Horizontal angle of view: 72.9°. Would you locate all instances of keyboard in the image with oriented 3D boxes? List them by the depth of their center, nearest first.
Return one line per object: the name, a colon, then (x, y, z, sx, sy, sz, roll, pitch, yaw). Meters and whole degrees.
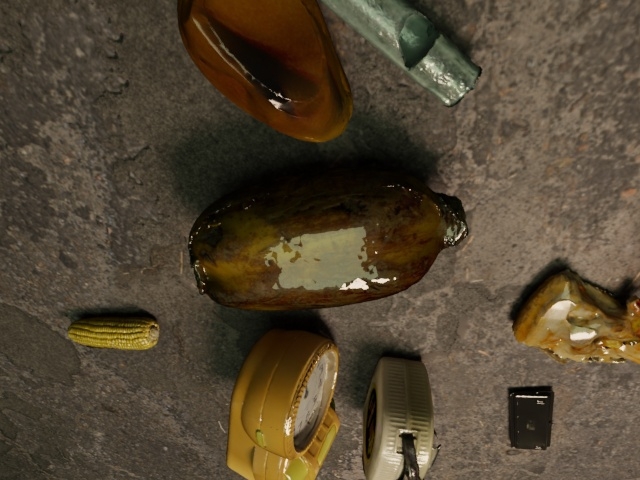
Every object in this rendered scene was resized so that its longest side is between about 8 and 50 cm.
keyboard: (0.473, 0.404, 0.970, 0.094, 0.025, 0.230, -6, 127, 16)

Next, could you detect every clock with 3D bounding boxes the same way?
clock: (-0.069, 0.319, 0.856, 0.200, 0.244, 0.317, 14, 127, 17)

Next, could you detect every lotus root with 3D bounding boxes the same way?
lotus root: (0.000, 0.000, 0.615, 0.397, 0.179, 0.196, -9, 125, 6)

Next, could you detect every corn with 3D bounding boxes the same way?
corn: (-0.438, 0.196, 0.920, 0.203, 0.072, 0.072, -1, 128, 12)

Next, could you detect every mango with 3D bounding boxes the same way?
mango: (-0.054, -0.206, 0.489, 0.236, 0.166, 0.136, 42, 82, -28)

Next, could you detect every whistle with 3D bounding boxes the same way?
whistle: (0.049, -0.265, 0.480, 0.312, 0.062, 0.062, 33, 126, -17)

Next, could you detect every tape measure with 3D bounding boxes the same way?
tape measure: (0.157, 0.402, 0.885, 0.133, 0.231, 0.271, 9, 129, -1)

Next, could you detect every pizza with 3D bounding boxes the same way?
pizza: (0.484, 0.162, 0.746, 0.297, 0.071, 0.189, 22, 128, -10)
